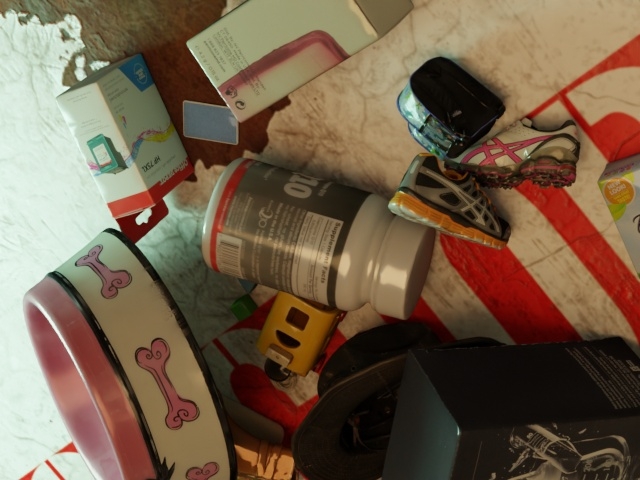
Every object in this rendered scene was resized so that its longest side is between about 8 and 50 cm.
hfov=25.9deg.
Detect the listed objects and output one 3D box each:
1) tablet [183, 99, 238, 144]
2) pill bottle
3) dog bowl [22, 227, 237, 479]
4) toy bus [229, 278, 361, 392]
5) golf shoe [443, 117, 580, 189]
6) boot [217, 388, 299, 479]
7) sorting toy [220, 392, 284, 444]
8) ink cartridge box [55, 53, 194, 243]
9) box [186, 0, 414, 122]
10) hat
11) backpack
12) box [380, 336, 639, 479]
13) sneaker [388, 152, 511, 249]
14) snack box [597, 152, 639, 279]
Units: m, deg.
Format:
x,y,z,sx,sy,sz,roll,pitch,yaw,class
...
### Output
x,y,z,sx,sy,sz,roll,pitch,yaw,class
-0.152,-0.164,1.926,0.083,0.006,0.054,10,117,17,tablet
0.000,0.000,1.851,0.283,0.161,0.161,16,119,14,pill bottle
-0.277,0.197,1.932,0.408,0.150,0.408,51,156,33,dog bowl
-0.039,0.137,1.965,0.191,0.104,0.202,-15,107,28,toy bus
0.244,-0.111,1.763,0.186,0.067,0.086,1,72,35,golf shoe
-0.106,0.302,2.062,0.152,0.073,0.197,7,124,18,boot
-0.169,0.328,2.154,0.193,0.038,0.208,27,116,8,sorting toy
-0.256,-0.124,1.913,0.078,0.134,0.231,-16,108,27,ink cartridge box
-0.024,-0.270,1.739,0.232,0.148,0.127,-27,102,31,box
0.098,0.196,1.908,0.331,0.331,0.134,-54,43,32,hat
0.154,-0.163,1.743,0.114,0.105,0.084,45,143,8,backpack
0.255,0.318,1.799,0.312,0.179,0.343,-2,120,-18,box
0.177,-0.045,1.754,0.084,0.215,0.083,14,85,42,sneaker
0.461,-0.019,1.704,0.174,0.070,0.207,-19,104,29,snack box
